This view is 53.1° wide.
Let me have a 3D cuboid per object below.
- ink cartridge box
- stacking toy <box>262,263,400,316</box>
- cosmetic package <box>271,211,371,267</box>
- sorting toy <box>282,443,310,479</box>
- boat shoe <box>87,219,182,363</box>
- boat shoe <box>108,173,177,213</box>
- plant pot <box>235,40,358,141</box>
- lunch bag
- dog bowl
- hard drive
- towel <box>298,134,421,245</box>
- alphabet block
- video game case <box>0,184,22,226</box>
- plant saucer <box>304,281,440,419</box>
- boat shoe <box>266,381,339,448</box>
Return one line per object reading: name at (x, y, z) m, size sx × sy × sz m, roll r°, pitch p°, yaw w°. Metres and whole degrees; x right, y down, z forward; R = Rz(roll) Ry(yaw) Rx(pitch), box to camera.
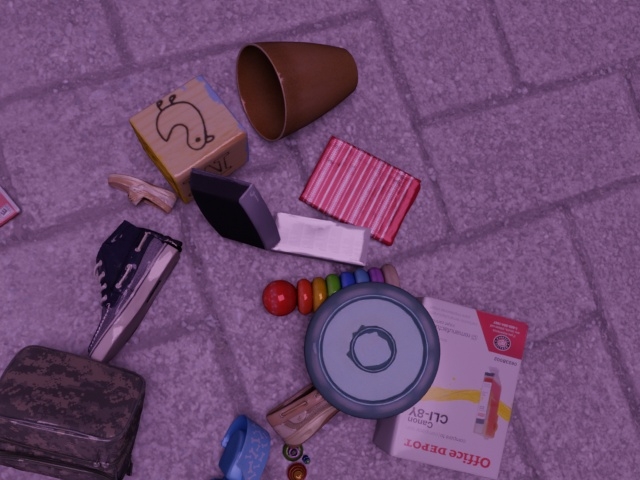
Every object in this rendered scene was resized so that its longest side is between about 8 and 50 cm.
ink cartridge box at (0.319, 0.356, 1.575) m, size 0.280 × 0.160 × 0.384 m, roll 16°, pitch 81°, yaw -7°
stacking toy at (0.024, 0.138, 1.571) m, size 0.331 × 0.141 × 0.141 m, roll -4°, pitch 84°, yaw -6°
cosmetic package at (0.000, 0.000, 1.604) m, size 0.239 × 0.060 × 0.098 m, roll 11°, pitch 80°, yaw -2°
sorting toy at (-0.055, 0.535, 1.547) m, size 0.061 × 0.042 × 0.101 m, roll -10°, pitch 85°, yaw -11°
boat shoe at (-0.475, 0.114, 1.495) m, size 0.158 × 0.127 × 0.340 m, roll 30°, pitch 71°, yaw 1°
boat shoe at (-0.435, -0.112, 1.548) m, size 0.170 × 0.063 × 0.059 m, roll 19°, pitch 74°, yaw -8°
plant pot at (-0.041, -0.390, 1.587) m, size 0.255 × 0.237 × 0.237 m, roll -21°, pitch 87°, yaw -26°
lunch bag at (-0.544, 0.405, 1.388) m, size 0.305 × 0.255 × 0.212 m, roll 15°, pitch 36°, yaw -7°
dog bowl at (-0.203, 0.552, 1.464) m, size 0.074 × 0.166 × 0.297 m, roll 27°, pitch 79°, yaw -17°
hard drive at (-0.195, -0.063, 1.466) m, size 0.172 × 0.254 × 0.054 m, roll 16°, pitch 67°, yaw 19°
towel at (0.107, -0.128, 1.664) m, size 0.275 × 0.031 × 0.198 m, roll 27°, pitch 81°, yaw -4°
alphabet block at (-0.302, -0.233, 1.511) m, size 0.197 × 0.193 × 0.192 m, roll -37°, pitch 80°, yaw -12°
video game case at (-0.877, -0.060, 1.483) m, size 0.285 × 0.025 × 0.204 m, roll -40°, pitch 91°, yaw -12°
plant saucer at (0.120, 0.250, 1.474) m, size 0.318 × 0.043 × 0.317 m, roll 0°, pitch 80°, yaw 0°
boat shoe at (0.023, 0.348, 1.544) m, size 0.341 × 0.122 × 0.110 m, roll -40°, pitch 92°, yaw -11°
